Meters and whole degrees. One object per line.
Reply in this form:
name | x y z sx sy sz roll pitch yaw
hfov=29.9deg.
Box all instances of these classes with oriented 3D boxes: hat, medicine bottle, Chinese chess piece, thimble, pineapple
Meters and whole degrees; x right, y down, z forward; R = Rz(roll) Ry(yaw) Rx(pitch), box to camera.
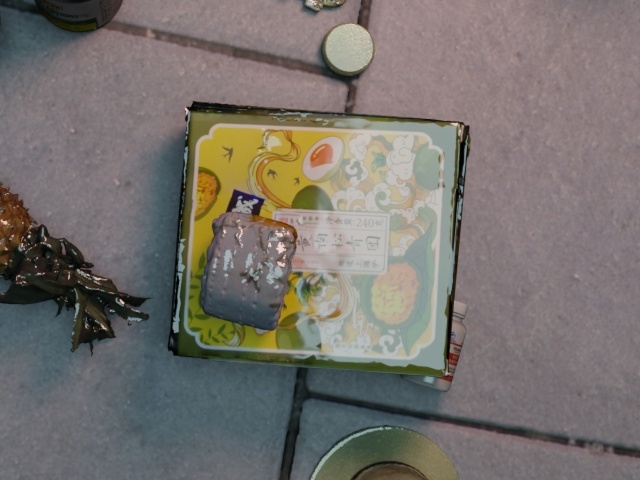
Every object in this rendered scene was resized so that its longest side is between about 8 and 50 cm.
hat | 0.108 0.415 1.817 0.257 0.130 0.257 0 89 -8
medicine bottle | 0.181 0.159 1.861 0.079 0.079 0.140 18 86 -8
Chinese chess piece | 0.043 -0.299 1.878 0.084 0.034 0.084 0 90 -7
thimble | -0.099 0.040 1.644 0.117 0.127 0.151 13 88 3
pineapple | -0.417 0.036 1.736 0.364 0.165 0.165 33 84 -7
medicine bottle | -0.348 -0.390 1.690 0.141 0.293 0.141 0 88 -9

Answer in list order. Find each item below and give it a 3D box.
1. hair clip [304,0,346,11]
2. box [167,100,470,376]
hair clip | -0.013 -0.444 1.865 0.187 0.056 0.146 31 91 -9
box | 0.000 0.000 1.769 0.420 0.138 0.373 4 89 5
